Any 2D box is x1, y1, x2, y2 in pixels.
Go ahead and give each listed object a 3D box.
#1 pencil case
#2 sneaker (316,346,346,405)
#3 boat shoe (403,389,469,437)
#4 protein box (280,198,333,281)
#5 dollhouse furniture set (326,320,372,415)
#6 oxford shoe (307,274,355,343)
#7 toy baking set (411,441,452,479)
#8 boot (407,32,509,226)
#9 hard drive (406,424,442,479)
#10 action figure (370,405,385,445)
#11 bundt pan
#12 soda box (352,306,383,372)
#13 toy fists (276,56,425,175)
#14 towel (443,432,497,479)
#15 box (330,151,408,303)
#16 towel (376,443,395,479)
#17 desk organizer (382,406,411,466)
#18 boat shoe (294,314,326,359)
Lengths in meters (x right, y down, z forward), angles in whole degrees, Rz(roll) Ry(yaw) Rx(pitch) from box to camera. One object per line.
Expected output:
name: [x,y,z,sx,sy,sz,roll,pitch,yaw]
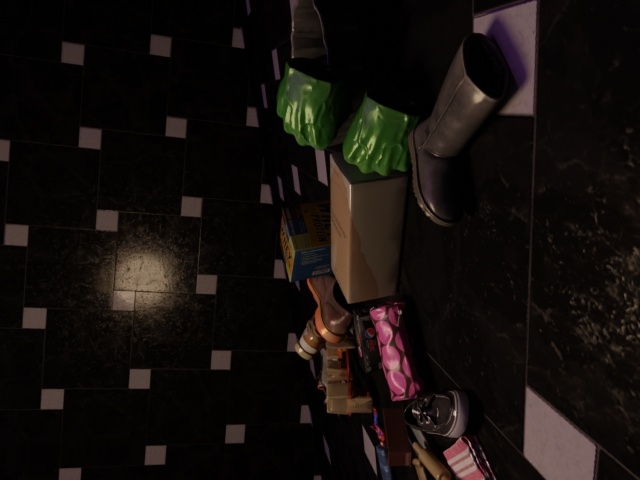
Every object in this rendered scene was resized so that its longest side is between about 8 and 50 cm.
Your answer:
pencil case: [0.169,0.234,0.987,0.098,0.095,0.209,-29,73,56]
sneaker: [0.029,0.522,1.825,0.100,0.108,0.271,90,165,-48]
boat shoe: [0.208,0.323,0.868,0.228,0.076,0.080,102,176,-68]
protein box: [0.000,0.000,1.282,0.201,0.200,0.135,103,153,-61]
dollhouse furniture set: [0.088,0.420,1.470,0.259,0.135,0.261,-89,-2,-55]
oxford shoe: [0.050,0.152,1.473,0.132,0.130,0.363,-54,30,28]
toy baking set: [0.257,0.526,0.917,0.256,0.030,0.196,-172,62,-76]
boot: [0.192,-0.138,0.630,0.208,0.076,0.189,130,126,-66]
hard drive: [0.231,0.459,1.042,0.135,0.022,0.094,-120,22,-58]
action figure: [0.172,0.562,1.393,0.038,0.030,0.115,105,150,-53]
bundt pan: [0.032,-0.369,1.003,0.331,0.124,0.330,169,90,-78]
soda box: [0.130,0.272,1.268,0.060,0.053,0.168,-144,45,-73]
toy fists: [0.048,-0.215,0.826,0.096,0.279,0.142,-55,-13,-48]
towel: [0.278,0.451,0.805,0.144,0.029,0.197,94,161,-52]
box: [0.097,-0.030,0.999,0.148,0.121,0.310,-116,19,-53]
towel: [0.197,0.671,1.367,0.067,0.029,0.119,136,123,-76]
desk organizer: [0.176,0.456,1.076,0.130,0.050,0.047,-87,-5,-62]
boat shoe: [0.007,0.316,1.647,0.103,0.113,0.302,-53,-2,19]
